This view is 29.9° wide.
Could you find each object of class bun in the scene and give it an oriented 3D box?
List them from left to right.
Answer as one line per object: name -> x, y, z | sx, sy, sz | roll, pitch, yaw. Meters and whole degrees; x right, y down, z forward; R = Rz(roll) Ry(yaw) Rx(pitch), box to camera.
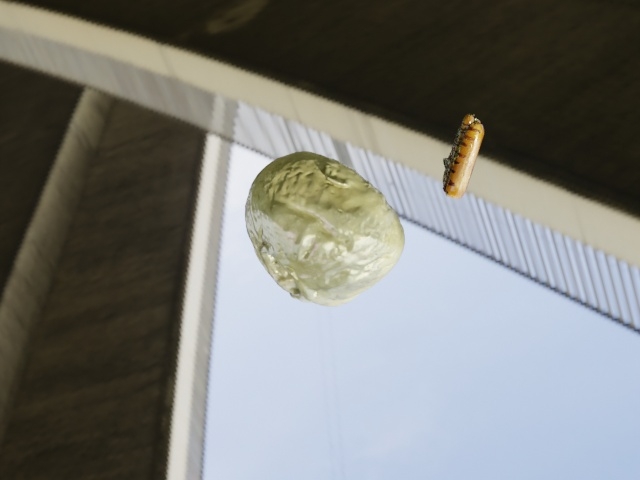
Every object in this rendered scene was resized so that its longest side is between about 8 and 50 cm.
bun -> 0.000, 0.000, 1.621 | 0.244, 0.244, 0.153 | 6, -126, 42

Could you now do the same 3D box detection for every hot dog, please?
hot dog -> 0.180, -0.107, 1.543 | 0.037, 0.122, 0.049 | 6, -152, -13
